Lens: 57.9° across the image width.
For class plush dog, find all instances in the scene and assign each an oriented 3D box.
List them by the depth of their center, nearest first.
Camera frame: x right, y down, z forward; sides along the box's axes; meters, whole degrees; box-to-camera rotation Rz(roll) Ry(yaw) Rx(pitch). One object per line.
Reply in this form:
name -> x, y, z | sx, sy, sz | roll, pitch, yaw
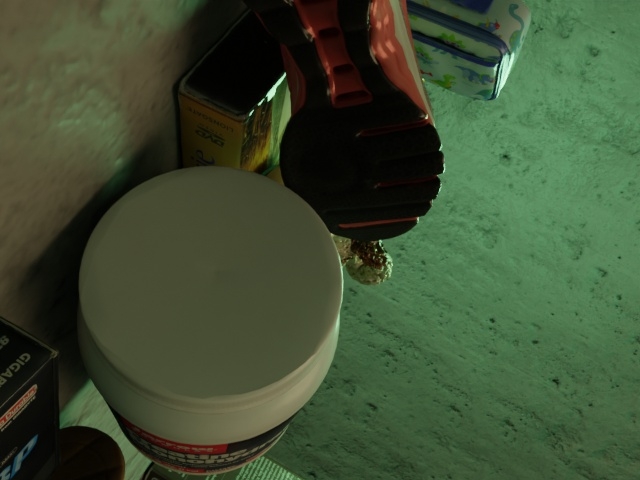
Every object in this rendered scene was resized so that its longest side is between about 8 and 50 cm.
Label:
plush dog -> 0.012, -0.007, 1.092 | 0.225, 0.263, 0.210 | -91, 180, -85

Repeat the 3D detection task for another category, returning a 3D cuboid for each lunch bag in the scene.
lunch bag -> 0.151, -0.277, 0.755 | 0.090, 0.219, 0.176 | -62, 168, -5

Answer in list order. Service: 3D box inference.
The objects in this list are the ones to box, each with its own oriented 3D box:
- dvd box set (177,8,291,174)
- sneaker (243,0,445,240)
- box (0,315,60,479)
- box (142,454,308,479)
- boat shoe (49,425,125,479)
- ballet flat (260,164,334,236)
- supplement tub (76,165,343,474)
dvd box set -> -0.045, -0.108, 0.653 | 0.307, 0.062, 0.420 | -58, 174, -30
sneaker -> 0.027, -0.136, 0.401 | 0.136, 0.116, 0.313 | -72, 155, -44
box -> -0.236, 0.168, 0.309 | 0.220, 0.051, 0.175 | -55, 173, -46
box -> -0.180, 0.564, 1.261 | 0.143, 0.382, 0.191 | -63, 175, 28
boat shoe -> -0.270, 0.329, 0.482 | 0.341, 0.122, 0.110 | -59, 175, -31
ballet flat -> -0.016, -0.031, 0.597 | 0.080, 0.073, 0.232 | -61, 174, 5
supplement tub -> -0.092, 0.083, 0.487 | 0.191, 0.191, 0.272 | -58, 175, -30
